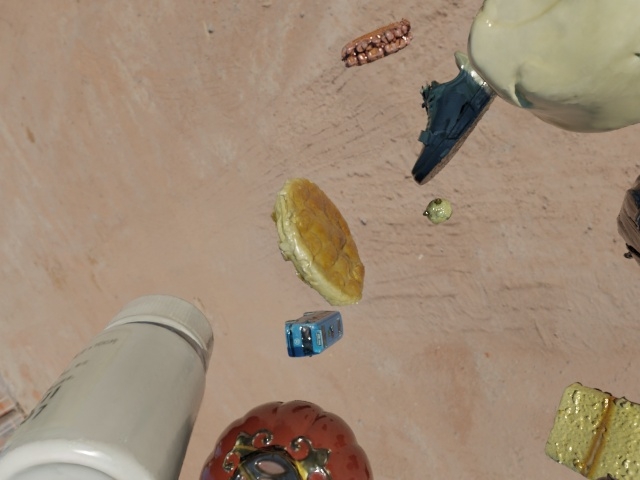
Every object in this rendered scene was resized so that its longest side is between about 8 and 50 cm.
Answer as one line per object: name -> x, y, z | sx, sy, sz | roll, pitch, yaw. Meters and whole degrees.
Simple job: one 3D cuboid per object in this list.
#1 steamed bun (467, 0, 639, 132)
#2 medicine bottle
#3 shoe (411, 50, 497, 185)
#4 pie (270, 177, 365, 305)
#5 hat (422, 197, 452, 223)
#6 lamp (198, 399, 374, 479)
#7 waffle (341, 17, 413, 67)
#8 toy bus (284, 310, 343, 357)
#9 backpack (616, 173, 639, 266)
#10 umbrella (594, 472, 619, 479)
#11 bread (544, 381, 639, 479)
steamed bun -> 0.273, -0.222, 0.340 | 0.203, 0.289, 0.276 | 33, 143, 15
medicine bottle -> -0.288, 0.246, 0.670 | 0.211, 0.371, 0.211 | -1, 110, -3
shoe -> 0.265, -0.275, 0.986 | 0.149, 0.109, 0.293 | 41, 111, 11
pie -> 0.000, 0.000, 1.083 | 0.083, 0.339, 0.339 | -29, 94, 24
hat -> 0.356, -0.094, 1.368 | 0.077, 0.059, 0.076 | -31, 52, 38
lamp -> -0.057, 0.423, 0.744 | 0.303, 0.303, 0.257 | 31, 161, 24
waffle -> 0.059, -0.214, 0.488 | 0.083, 0.075, 0.029 | -12, 117, 21
toy bus -> -0.018, 0.301, 1.467 | 0.134, 0.246, 0.113 | -7, 89, 22
backpack -> 0.829, 0.039, 0.929 | 0.255, 0.363, 0.445 | -38, 55, 12
umbrella -> 0.352, 0.375, 0.477 | 0.094, 0.326, 0.090 | 41, 109, 4
bread -> 0.820, 0.546, 1.241 | 0.263, 0.198, 0.236 | 9, 83, 58
